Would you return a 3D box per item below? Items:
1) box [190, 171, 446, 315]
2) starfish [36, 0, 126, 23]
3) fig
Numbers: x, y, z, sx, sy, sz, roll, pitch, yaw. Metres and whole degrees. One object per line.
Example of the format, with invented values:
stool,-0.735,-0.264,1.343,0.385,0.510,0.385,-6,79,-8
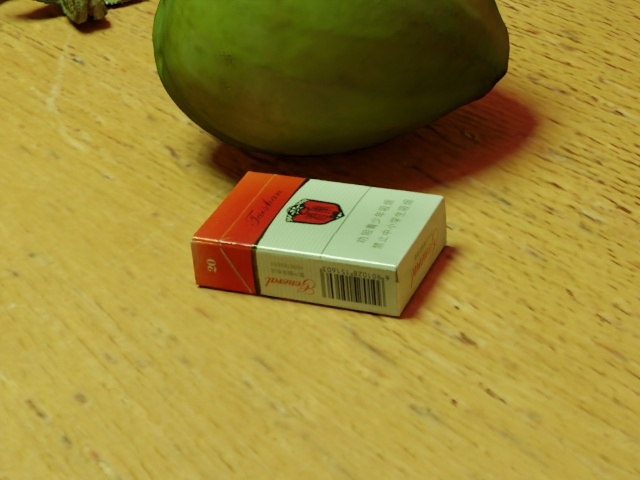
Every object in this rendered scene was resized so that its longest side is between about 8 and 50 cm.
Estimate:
box,0.000,0.000,1.192,0.152,0.048,0.100,6,30,22
starfish,-0.227,-0.278,1.632,0.146,0.074,0.190,33,41,11
fig,0.012,-0.167,1.307,0.271,0.239,0.239,19,31,-8
